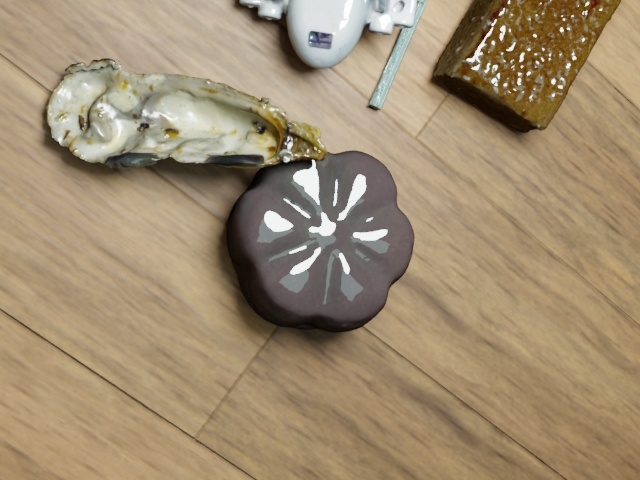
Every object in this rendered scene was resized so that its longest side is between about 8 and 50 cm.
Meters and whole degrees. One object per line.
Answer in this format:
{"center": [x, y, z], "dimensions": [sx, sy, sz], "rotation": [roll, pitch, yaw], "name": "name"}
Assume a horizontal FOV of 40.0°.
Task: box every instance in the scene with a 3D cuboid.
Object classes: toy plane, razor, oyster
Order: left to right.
{"center": [-0.160, -0.132, 1.051], "dimensions": [0.345, 0.078, 0.128], "rotation": [9, 73, 5], "name": "oyster"}
{"center": [0.015, -0.336, 1.100], "dimensions": [0.245, 0.117, 0.244], "rotation": [0, 95, 2], "name": "toy plane"}
{"center": [0.113, -0.272, 1.173], "dimensions": [0.084, 0.036, 0.211], "rotation": [23, 94, 8], "name": "razor"}

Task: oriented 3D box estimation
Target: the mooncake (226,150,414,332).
{"center": [0.000, 0.000, 1.113], "dimensions": [0.245, 0.133, 0.244], "rotation": [1, 86, -15], "name": "mooncake"}

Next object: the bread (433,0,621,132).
{"center": [0.324, -0.354, 1.180], "dimensions": [0.165, 0.113, 0.416], "rotation": [32, 87, -14], "name": "bread"}
